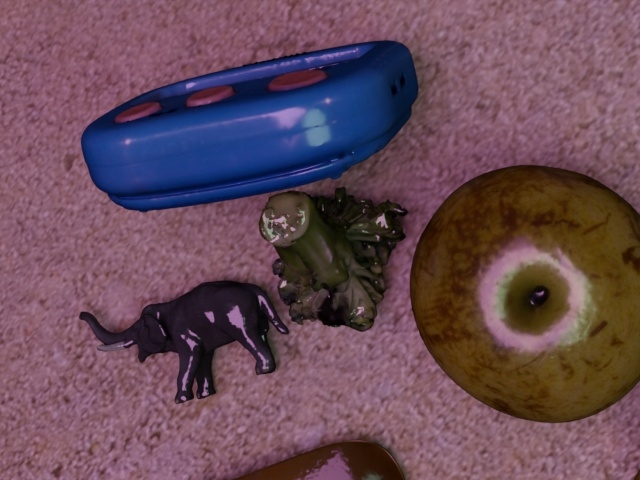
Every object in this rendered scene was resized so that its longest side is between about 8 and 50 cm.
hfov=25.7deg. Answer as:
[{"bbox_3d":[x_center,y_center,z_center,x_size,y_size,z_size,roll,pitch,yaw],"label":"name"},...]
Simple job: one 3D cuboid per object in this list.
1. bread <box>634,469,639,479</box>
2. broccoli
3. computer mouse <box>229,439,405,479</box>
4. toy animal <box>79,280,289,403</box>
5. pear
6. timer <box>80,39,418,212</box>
[{"bbox_3d":[0.390,0.104,1.414,0.084,0.077,0.368,5,104,-15],"label":"bread"},{"bbox_3d":[-0.007,0.002,1.510,0.145,0.304,0.165,20,84,14],"label":"broccoli"},{"bbox_3d":[-0.038,0.342,1.667,0.310,0.072,0.158,-22,86,18],"label":"computer mouse"},{"bbox_3d":[-0.160,0.125,1.682,0.269,0.082,0.137,-13,88,22],"label":"toy animal"},{"bbox_3d":[0.228,0.052,1.461,0.283,0.283,0.284,1,95,17],"label":"pear"},{"bbox_3d":[-0.069,-0.127,1.511,0.340,0.309,0.115,-9,106,18],"label":"timer"}]
